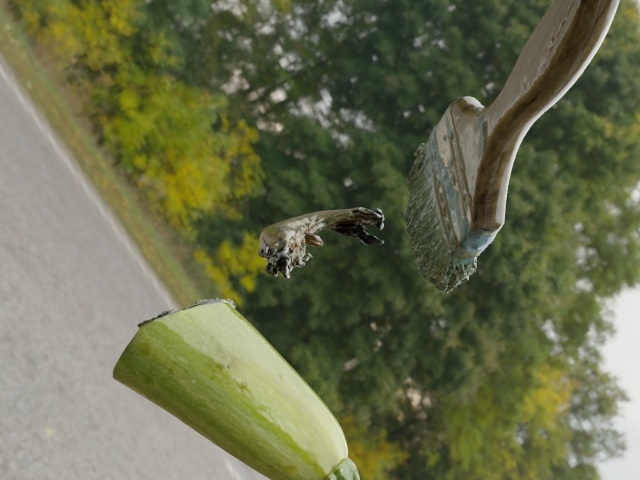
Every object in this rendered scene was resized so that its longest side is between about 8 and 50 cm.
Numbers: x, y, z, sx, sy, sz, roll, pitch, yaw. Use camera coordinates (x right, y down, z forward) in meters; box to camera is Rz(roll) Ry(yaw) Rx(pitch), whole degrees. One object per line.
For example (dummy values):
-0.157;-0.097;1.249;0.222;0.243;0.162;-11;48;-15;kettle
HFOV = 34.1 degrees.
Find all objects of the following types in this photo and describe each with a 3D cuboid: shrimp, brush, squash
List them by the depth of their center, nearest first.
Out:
0.070;-0.043;0.406;0.196;0.021;0.070;120;-33;-62;brush
-0.049;0.160;1.022;0.287;0.137;0.137;33;-6;5;squash
0.000;0.000;1.204;0.219;0.152;0.046;-72;153;-76;shrimp
